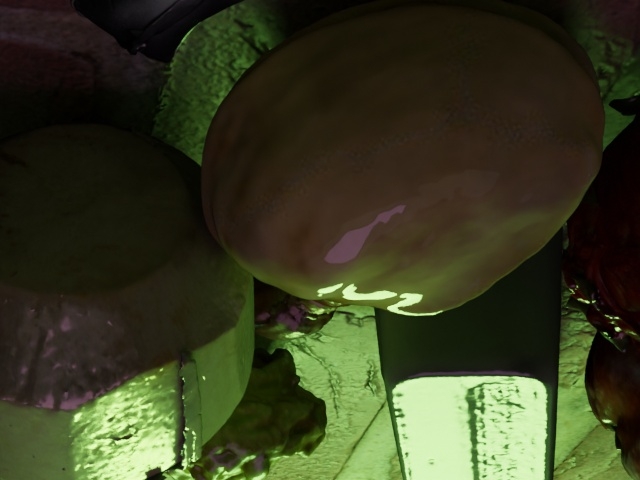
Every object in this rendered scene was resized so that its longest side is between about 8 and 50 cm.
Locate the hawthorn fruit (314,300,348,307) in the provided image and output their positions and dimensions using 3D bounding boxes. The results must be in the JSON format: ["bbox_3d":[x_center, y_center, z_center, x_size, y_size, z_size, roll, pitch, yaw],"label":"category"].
[{"bbox_3d":[0.010,-0.007,1.354,0.125,0.125,0.140,-17,144,28],"label":"hawthorn fruit"}]

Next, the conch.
[{"bbox_3d":[-0.051,0.063,1.516,0.232,0.080,0.086,-13,137,25],"label":"conch"}]

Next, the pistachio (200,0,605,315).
[{"bbox_3d":[0.061,-0.063,1.180,0.321,0.229,0.238,-17,111,14],"label":"pistachio"}]

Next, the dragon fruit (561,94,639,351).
[{"bbox_3d":[0.337,-0.012,1.233,0.299,0.244,0.244,-15,148,-2],"label":"dragon fruit"}]

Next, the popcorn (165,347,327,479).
[{"bbox_3d":[-0.090,0.184,1.644,0.197,0.155,0.197,-11,170,-2],"label":"popcorn"}]

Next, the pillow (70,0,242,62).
[{"bbox_3d":[-0.116,-0.184,1.146,0.135,0.055,0.091,-32,104,38],"label":"pillow"}]

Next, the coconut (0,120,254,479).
[{"bbox_3d":[-0.206,0.061,1.315,0.323,0.323,0.323,1,148,1],"label":"coconut"}]

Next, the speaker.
[{"bbox_3d":[0.151,0.137,1.524,0.183,0.184,0.406,-3,148,6],"label":"speaker"}]

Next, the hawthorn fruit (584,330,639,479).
[{"bbox_3d":[0.381,0.137,1.432,0.284,0.284,0.284,1,148,1],"label":"hawthorn fruit"}]
